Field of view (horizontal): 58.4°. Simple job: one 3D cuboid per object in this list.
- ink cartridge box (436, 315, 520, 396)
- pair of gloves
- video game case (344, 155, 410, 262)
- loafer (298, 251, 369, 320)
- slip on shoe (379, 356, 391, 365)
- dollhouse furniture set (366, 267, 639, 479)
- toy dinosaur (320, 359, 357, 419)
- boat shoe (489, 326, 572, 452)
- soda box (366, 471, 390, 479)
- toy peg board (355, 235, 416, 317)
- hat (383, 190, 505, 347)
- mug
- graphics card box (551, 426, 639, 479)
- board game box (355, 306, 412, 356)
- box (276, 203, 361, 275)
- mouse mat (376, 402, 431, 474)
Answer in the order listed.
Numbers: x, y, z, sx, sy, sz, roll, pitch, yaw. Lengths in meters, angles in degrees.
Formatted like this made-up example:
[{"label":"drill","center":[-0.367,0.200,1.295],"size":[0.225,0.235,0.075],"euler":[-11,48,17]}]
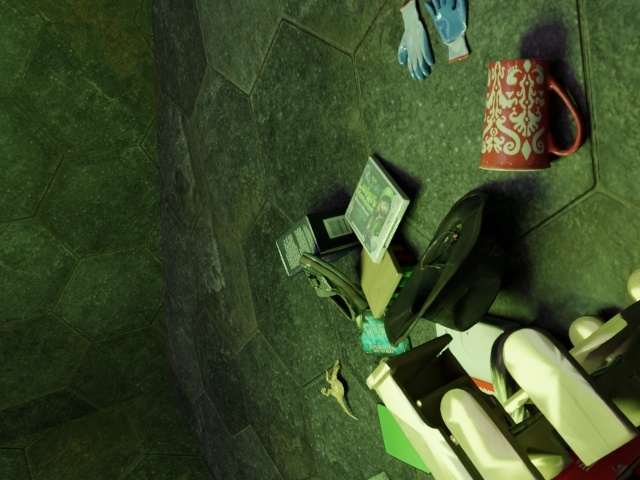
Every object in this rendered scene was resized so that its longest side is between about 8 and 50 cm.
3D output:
[{"label":"ink cartridge box","center":[0.326,0.265,1.162],"size":[0.189,0.066,0.232],"euler":[5,103,58]},{"label":"pair of gloves","center":[0.209,-0.400,1.100],"size":[0.198,0.023,0.159],"euler":[-8,95,59]},{"label":"video game case","center":[0.124,-0.073,1.312],"size":[0.173,0.022,0.190],"euler":[-68,31,30]},{"label":"loafer","center":[0.034,0.119,1.396],"size":[0.096,0.267,0.084],"euler":[25,81,48]},{"label":"slip on shoe","center":[0.194,0.355,1.437],"size":[0.135,0.051,0.041],"euler":[56,-175,16]},{"label":"dollhouse furniture set","center":[0.284,0.181,0.817],"size":[0.256,0.362,0.394],"euler":[54,134,25]},{"label":"toy dinosaur","center":[0.047,0.450,1.706],"size":[0.093,0.053,0.183],"euler":[-17,88,58]},{"label":"boat shoe","center":[0.391,0.332,1.006],"size":[0.130,0.132,0.355],"euler":[-4,100,58]},{"label":"soda box","center":[0.145,0.796,1.654],"size":[0.098,0.091,0.286],"euler":[49,141,38]},{"label":"toy peg board","center":[0.161,0.071,1.350],"size":[0.161,0.079,0.160],"euler":[110,151,-42]},{"label":"hat","center":[0.254,0.075,1.065],"size":[0.134,0.331,0.331],"euler":[31,143,-3]},{"label":"mug","center":[0.335,-0.203,0.924],"size":[0.113,0.150,0.169],"euler":[-73,-19,-77]},{"label":"graphics card box","center":[0.423,0.491,0.919],"size":[0.094,0.233,0.370],"euler":[22,122,47]},{"label":"board game box","center":[0.156,0.231,1.457],"size":[0.186,0.026,0.126],"euler":[-16,89,60]},{"label":"box","center":[0.000,0.000,1.493],"size":[0.207,0.153,0.108],"euler":[-38,70,59]},{"label":"mouse mat","center":[0.216,0.515,1.500],"size":[0.190,0.007,0.152],"euler":[-2,101,58]}]
